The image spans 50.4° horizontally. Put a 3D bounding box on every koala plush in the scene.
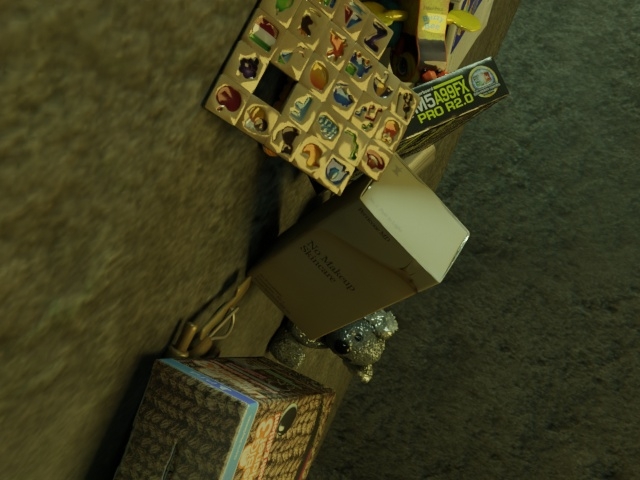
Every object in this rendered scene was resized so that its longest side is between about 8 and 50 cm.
[{"bbox_3d":[0.043,0.190,1.454,0.196,0.221,0.203,-68,166,16],"label":"koala plush"}]

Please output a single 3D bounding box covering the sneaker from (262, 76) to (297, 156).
[{"bbox_3d":[0.001,-0.197,0.866,0.214,0.083,0.084,-68,165,14],"label":"sneaker"}]

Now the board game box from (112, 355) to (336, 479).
[{"bbox_3d":[-0.126,0.293,0.931,0.291,0.141,0.231,20,90,-66],"label":"board game box"}]

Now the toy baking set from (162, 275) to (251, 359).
[{"bbox_3d":[-0.181,0.165,0.979,0.256,0.030,0.197,-65,170,8],"label":"toy baking set"}]

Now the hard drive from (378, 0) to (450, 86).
[{"bbox_3d":[0.161,-0.362,1.257,0.307,0.040,0.203,-47,159,-50],"label":"hard drive"}]

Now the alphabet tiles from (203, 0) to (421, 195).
[{"bbox_3d":[0.011,-0.172,0.761,0.237,0.009,0.198,31,84,-34],"label":"alphabet tiles"}]

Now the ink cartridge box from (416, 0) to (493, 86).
[{"bbox_3d":[0.321,-0.517,1.535,0.307,0.072,0.303,-59,165,-27],"label":"ink cartridge box"}]

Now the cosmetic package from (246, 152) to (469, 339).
[{"bbox_3d":[0.042,0.022,0.990,0.309,0.160,0.113,-34,-167,51],"label":"cosmetic package"}]

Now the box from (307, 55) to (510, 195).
[{"bbox_3d":[0.110,-0.156,0.980,0.216,0.060,0.270,-24,179,-17],"label":"box"}]

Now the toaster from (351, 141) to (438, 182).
[{"bbox_3d":[0.129,-0.155,1.299,0.146,0.129,0.227,-46,175,-2],"label":"toaster"}]

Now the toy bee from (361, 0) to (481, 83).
[{"bbox_3d":[0.158,-0.303,1.023,0.195,0.162,0.298,-23,130,-12],"label":"toy bee"}]

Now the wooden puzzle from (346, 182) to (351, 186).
[{"bbox_3d":[0.064,-0.120,1.404,0.116,0.014,0.078,-59,166,-18],"label":"wooden puzzle"}]
